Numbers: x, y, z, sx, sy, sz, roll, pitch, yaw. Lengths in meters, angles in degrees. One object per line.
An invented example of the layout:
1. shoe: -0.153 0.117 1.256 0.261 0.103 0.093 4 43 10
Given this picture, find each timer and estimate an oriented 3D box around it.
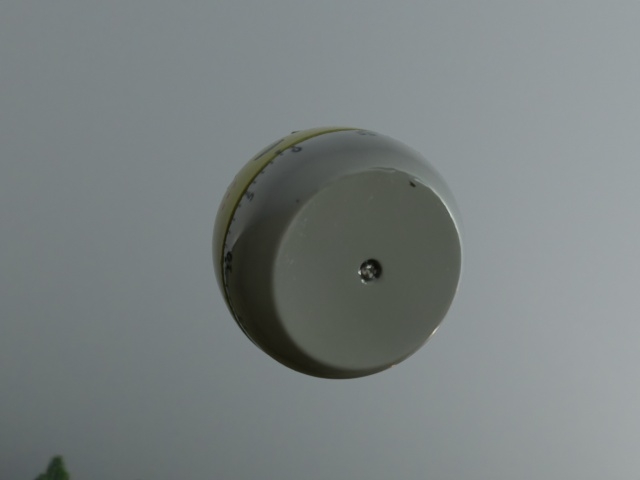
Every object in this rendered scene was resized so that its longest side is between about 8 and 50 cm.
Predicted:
1. timer: 0.000 0.000 0.972 0.285 0.285 0.285 9 -21 3
